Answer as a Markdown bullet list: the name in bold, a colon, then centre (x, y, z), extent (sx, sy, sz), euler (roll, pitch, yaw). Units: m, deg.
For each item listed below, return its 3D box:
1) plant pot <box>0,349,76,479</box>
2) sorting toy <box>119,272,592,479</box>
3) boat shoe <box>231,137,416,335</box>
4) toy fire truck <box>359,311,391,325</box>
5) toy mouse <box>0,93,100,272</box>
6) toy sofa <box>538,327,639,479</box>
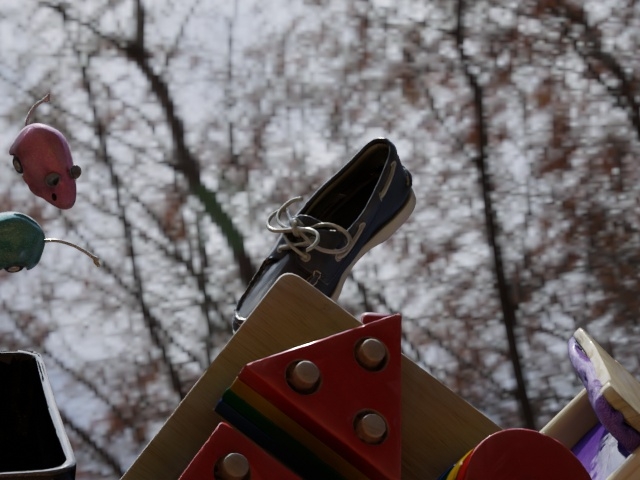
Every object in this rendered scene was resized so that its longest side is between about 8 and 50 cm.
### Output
- **plant pot**: centre (-0.209, 0.156, 0.699), extent (0.187, 0.188, 0.167), euler (-142, -130, -71)
- **sorting toy**: centre (0.027, 0.163, 0.883), extent (0.257, 0.255, 0.089), euler (37, -37, 1)
- **boat shoe**: centre (0.000, 0.000, 1.483), extent (0.095, 0.254, 0.079), euler (23, -35, 41)
- **toy fire truck**: centre (0.044, 0.266, 1.810), extent (0.169, 0.302, 0.254), euler (5, -45, 7)
- **toy mouse**: centre (-0.200, -0.032, 1.032), extent (0.143, 0.161, 0.031), euler (39, -36, -1)
- **toy sofa**: centre (0.297, 0.229, 1.634), extent (0.177, 0.362, 0.150), euler (43, -82, -2)
